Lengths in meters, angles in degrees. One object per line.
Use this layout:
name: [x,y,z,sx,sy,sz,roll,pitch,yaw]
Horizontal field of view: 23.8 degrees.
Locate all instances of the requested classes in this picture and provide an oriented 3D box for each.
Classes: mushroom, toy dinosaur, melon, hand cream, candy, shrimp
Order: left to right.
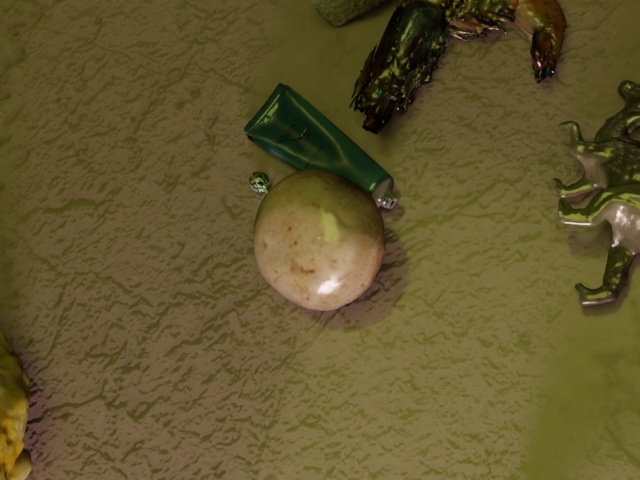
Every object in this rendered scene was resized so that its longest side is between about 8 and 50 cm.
candy: [-0.058,-0.050,1.861,0.083,0.025,0.023,53,134,13]
mushroom: [0.000,0.000,1.778,0.166,0.127,0.166,-1,88,32]
hand cream: [0.007,-0.107,1.851,0.224,0.048,0.083,36,88,25]
melon: [0.072,-0.343,1.876,0.182,0.054,0.098,-19,55,28]
shrimp: [0.170,-0.225,1.831,0.222,0.054,0.290,31,76,20]
toy dinosaur: [0.350,-0.054,1.728,0.162,0.077,0.294,-12,71,10]

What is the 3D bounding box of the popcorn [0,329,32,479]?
popcorn: [-0.466,0.198,1.790,0.252,0.215,0.286,-39,73,-6]
